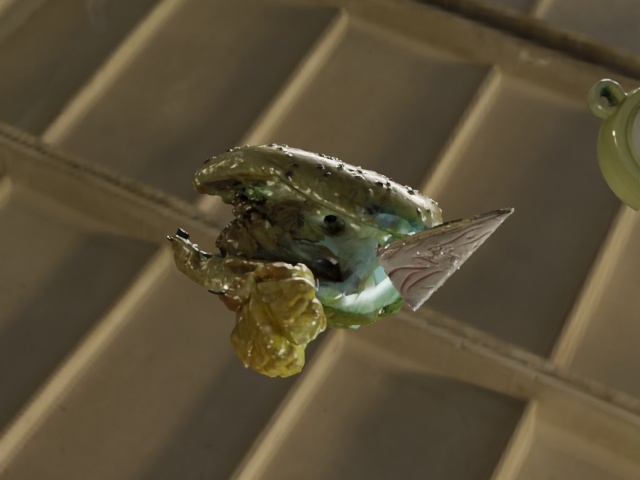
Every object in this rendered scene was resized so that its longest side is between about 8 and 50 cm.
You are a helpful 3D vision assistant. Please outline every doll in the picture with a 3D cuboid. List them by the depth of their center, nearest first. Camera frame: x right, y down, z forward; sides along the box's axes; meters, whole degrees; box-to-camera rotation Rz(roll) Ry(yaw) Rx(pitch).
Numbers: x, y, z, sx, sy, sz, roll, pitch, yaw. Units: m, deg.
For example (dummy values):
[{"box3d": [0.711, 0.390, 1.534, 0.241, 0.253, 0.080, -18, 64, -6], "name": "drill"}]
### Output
[{"box3d": [0.322, -0.022, 0.921, 0.296, 0.117, 0.141, 40, -109, -7], "name": "doll"}]

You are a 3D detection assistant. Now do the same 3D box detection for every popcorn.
[{"box3d": [-0.040, 0.048, 0.828, 0.084, 0.084, 0.084, 4, -136, -4], "name": "popcorn"}]

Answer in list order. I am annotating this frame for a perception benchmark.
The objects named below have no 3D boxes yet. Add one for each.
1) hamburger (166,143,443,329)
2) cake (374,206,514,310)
[{"box3d": [0.000, 0.000, 1.295, 0.288, 0.192, 0.168, 19, -99, -21], "name": "hamburger"}, {"box3d": [0.114, 0.009, 1.026, 0.121, 0.065, 0.052, -23, -179, 14], "name": "cake"}]
